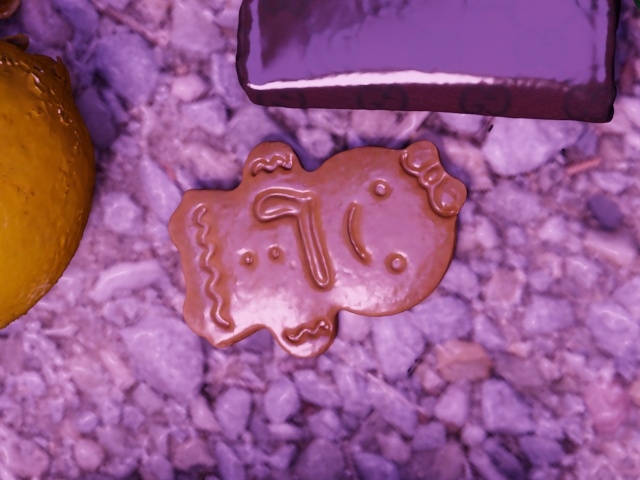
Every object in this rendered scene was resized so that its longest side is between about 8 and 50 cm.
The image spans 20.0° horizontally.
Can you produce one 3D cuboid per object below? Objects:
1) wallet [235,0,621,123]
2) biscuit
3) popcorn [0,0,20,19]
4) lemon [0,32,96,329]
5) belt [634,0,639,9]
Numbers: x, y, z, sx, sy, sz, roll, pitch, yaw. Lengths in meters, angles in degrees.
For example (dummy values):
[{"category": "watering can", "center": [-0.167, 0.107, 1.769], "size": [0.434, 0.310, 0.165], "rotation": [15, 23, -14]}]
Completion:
[{"category": "wallet", "center": [0.065, -0.163, 1.085], "size": [0.229, 0.049, 0.182], "rotation": [2, 88, 7]}, {"category": "biscuit", "center": [-0.003, 0.005, 1.110], "size": [0.184, 0.027, 0.133], "rotation": [0, 87, 7]}, {"category": "popcorn", "center": [-0.232, -0.156, 1.116], "size": [0.084, 0.084, 0.084], "rotation": [0, 89, 7]}, {"category": "lemon", "center": [-0.218, -0.035, 1.067], "size": [0.173, 0.173, 0.206], "rotation": [30, 70, 7]}, {"category": "belt", "center": [0.240, -0.177, 1.055], "size": [0.121, 0.079, 0.151], "rotation": [-4, 90, 4]}]
